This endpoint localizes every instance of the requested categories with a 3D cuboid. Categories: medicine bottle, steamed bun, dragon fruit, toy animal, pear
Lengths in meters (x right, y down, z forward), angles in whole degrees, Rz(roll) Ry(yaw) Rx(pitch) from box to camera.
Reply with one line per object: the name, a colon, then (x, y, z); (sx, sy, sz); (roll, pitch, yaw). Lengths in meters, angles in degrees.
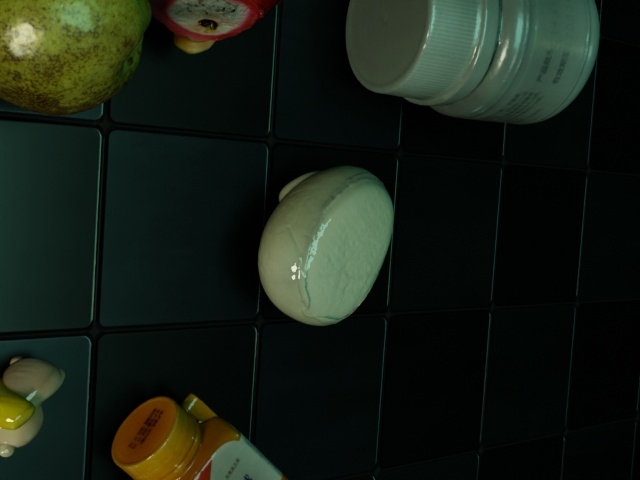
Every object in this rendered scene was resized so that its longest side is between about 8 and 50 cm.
medicine bottle: (0.215, -0.296, 1.367); (0.306, 0.245, 0.245); (1, 95, -33)
steamed bun: (0.000, 0.000, 1.295); (0.228, 0.131, 0.177); (-60, 137, -20)
dragon fruit: (-0.129, -0.345, 1.087); (0.224, 0.224, 0.227); (27, 57, -39)
toy animal: (-0.344, 0.186, 1.071); (0.114, 0.091, 0.082); (-62, 154, -54)
medicine bottle: (-0.155, 0.302, 1.213); (0.149, 0.112, 0.222); (-54, 125, -22)
pear: (-0.268, -0.227, 0.991); (0.197, 0.197, 0.197); (-6, 99, -40)
